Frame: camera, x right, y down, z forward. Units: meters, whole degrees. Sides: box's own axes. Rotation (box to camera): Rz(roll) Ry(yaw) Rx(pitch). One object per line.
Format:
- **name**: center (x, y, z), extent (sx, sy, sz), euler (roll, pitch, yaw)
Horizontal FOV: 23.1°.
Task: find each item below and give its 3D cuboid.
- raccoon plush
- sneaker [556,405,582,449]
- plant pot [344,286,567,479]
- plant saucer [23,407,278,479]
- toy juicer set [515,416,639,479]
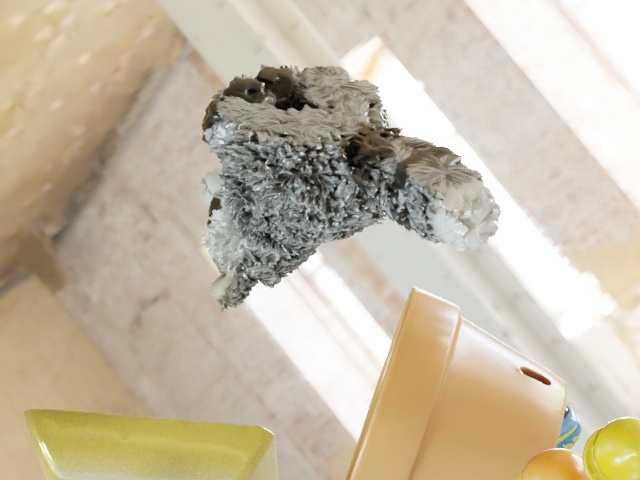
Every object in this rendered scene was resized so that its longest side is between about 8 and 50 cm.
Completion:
- **raccoon plush**: center (0.000, 0.000, 1.806), extent (0.216, 0.446, 0.299), euler (-15, -53, -25)
- **sneaker**: center (0.265, 0.282, 2.116), extent (0.188, 0.078, 0.067), euler (-36, -45, 7)
- **plant pot**: center (0.152, 0.220, 1.774), extent (0.291, 0.203, 0.291), euler (18, -90, -88)
- **plant saucer**: center (-0.226, 0.350, 2.136), extent (0.333, 0.332, 0.081), euler (89, -174, -57)
- **toy juicer set**: center (0.289, 0.225, 1.185), extent (0.329, 0.209, 0.089), euler (-6, 16, 46)
